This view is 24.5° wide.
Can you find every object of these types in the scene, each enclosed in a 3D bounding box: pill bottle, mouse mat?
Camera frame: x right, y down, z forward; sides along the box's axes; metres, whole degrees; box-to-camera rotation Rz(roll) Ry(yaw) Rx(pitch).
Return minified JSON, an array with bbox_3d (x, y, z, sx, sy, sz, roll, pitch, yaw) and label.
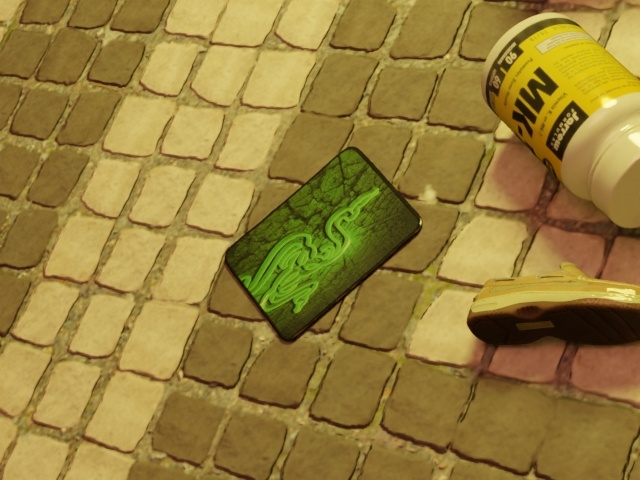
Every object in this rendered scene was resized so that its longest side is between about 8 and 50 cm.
[{"bbox_3d":[0.251,-0.113,1.378,0.119,0.119,0.208,-40,49,3],"label":"pill bottle"},{"bbox_3d":[0.000,0.000,1.528,0.190,0.007,0.152,-42,50,2],"label":"mouse mat"}]

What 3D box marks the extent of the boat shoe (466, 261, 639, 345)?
[{"bbox_3d":[0.225,0.049,1.332,0.190,0.068,0.072,-1,50,30],"label":"boat shoe"}]
